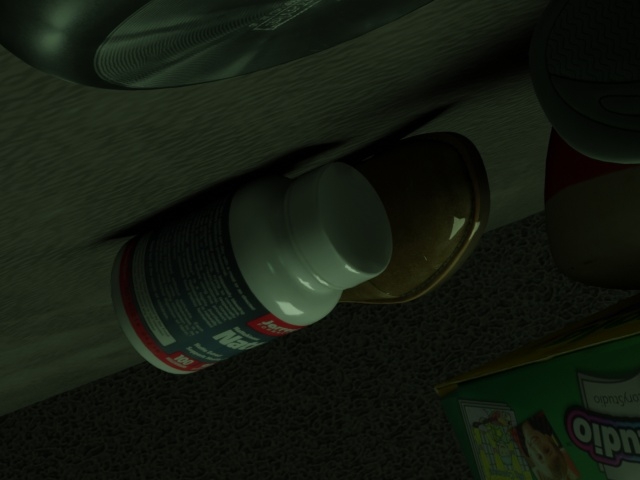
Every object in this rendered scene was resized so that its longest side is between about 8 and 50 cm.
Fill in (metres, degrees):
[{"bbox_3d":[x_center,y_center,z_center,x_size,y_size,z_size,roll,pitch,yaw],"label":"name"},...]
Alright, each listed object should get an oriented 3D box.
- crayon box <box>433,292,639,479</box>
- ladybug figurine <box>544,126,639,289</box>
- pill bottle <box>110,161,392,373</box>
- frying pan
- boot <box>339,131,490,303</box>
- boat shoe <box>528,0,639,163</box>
[{"bbox_3d":[0.297,0.048,0.915,0.313,0.106,0.363,-19,176,-34],"label":"crayon box"},{"bbox_3d":[0.283,-0.092,0.875,0.305,0.162,0.449,-21,178,-35],"label":"ladybug figurine"},{"bbox_3d":[-0.046,0.016,1.073,0.180,0.108,0.108,-24,174,34],"label":"pill bottle"},{"bbox_3d":[0.005,-0.090,0.519,0.197,0.053,0.326,-21,172,14],"label":"frying pan"},{"bbox_3d":[0.000,0.000,1.158,0.115,0.112,0.305,-3,167,-38],"label":"boot"},{"bbox_3d":[0.241,-0.126,0.678,0.320,0.118,0.103,-31,167,27],"label":"boat shoe"}]
